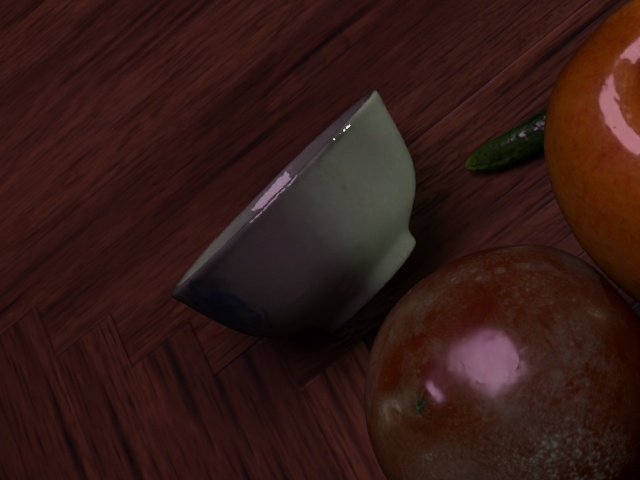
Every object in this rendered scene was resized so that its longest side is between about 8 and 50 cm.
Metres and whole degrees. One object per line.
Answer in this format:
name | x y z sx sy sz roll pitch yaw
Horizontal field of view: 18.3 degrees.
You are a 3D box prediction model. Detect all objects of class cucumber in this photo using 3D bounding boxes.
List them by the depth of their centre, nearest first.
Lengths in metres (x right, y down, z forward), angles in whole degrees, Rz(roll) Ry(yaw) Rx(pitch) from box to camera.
cucumber | 0.215 -0.106 1.994 0.168 0.039 0.039 -28 52 24

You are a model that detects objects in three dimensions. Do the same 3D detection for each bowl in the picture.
bowl | 0.000 0.000 1.987 0.289 0.146 0.289 -45 4 4

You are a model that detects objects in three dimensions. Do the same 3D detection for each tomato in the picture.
tomato | 0.159 0.136 1.746 0.270 0.222 0.270 -6 81 47

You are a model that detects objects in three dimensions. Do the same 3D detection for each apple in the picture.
apple | 0.344 -0.075 1.728 0.299 0.275 0.299 -14 58 23
